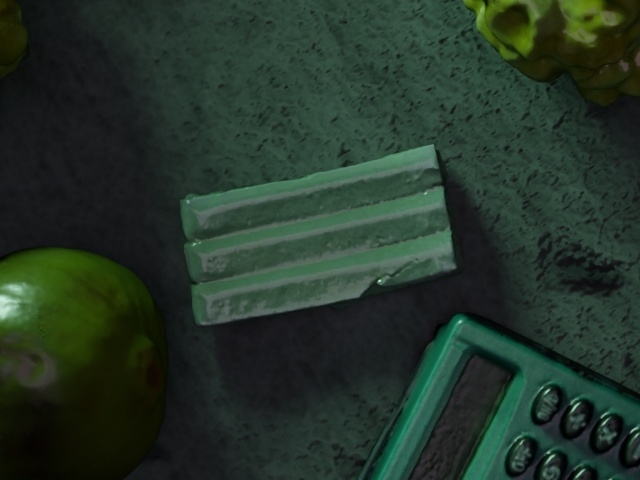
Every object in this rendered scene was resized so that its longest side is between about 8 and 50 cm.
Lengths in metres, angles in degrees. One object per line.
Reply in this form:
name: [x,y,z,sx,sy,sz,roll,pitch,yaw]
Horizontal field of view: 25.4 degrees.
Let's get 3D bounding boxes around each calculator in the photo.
calculator: [0.174,0.221,1.216,0.274,0.058,0.248,27,91,-3]

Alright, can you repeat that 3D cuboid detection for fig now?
fig: [-0.238,0.106,1.129,0.230,0.207,0.207,3,91,-3]

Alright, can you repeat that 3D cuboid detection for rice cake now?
rice cake: [0.000,0.000,1.211,0.237,0.043,0.127,-10,91,-1]

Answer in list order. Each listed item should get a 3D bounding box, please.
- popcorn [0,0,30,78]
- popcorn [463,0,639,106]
popcorn: [-0.349,-0.190,1.113,0.252,0.215,0.286,3,95,2]
popcorn: [0.210,-0.230,1.144,0.181,0.217,0.235,-36,99,26]
